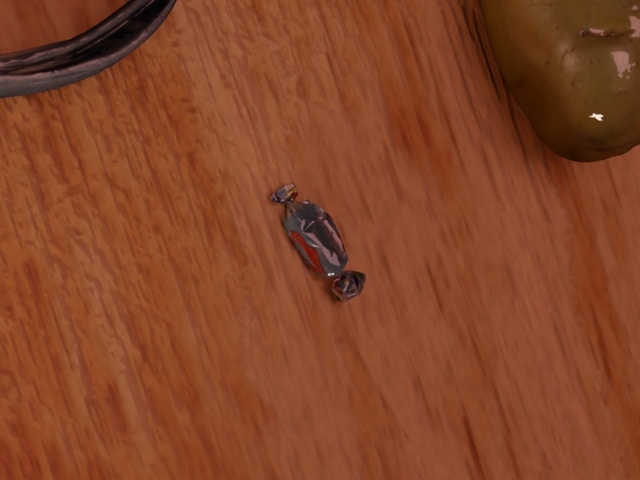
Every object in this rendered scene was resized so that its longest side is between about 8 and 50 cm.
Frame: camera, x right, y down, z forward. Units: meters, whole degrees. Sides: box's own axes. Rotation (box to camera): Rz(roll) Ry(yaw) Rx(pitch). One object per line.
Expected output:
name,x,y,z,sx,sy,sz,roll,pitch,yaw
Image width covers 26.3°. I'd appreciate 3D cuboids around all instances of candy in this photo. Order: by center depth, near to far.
candy,0.001,0.000,0.854,0.030,0.020,0.083,-34,96,-27

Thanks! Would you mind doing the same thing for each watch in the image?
watch,-0.169,-0.173,0.774,0.206,0.068,0.193,-1,86,-23

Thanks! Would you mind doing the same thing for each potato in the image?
potato,0.184,-0.150,0.897,0.157,0.157,0.194,3,80,-26
